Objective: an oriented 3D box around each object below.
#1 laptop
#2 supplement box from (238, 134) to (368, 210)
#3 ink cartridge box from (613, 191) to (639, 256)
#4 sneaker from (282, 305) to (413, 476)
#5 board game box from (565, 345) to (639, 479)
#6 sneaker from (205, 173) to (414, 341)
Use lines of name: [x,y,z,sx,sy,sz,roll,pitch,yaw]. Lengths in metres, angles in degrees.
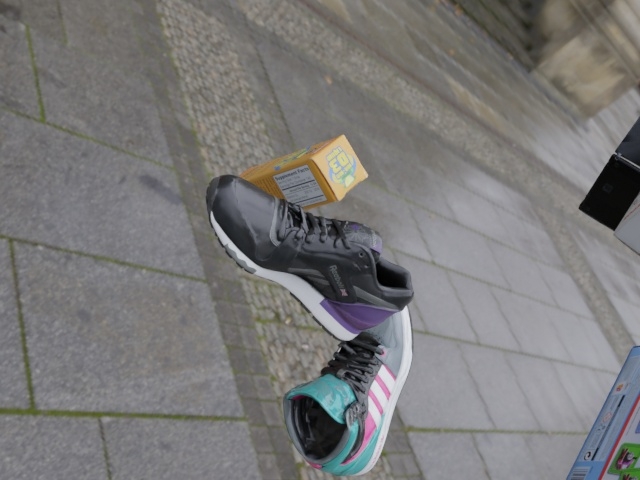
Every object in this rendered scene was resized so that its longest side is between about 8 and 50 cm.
laptop: [0.727,-0.124,1.579,0.234,0.264,0.136,36,50,18]
supplement box: [-0.042,-0.085,1.102,0.078,0.233,0.080,-42,111,-37]
ink cartridge box: [0.502,-0.080,0.998,0.087,0.153,0.208,38,59,9]
sneaker: [0.034,0.203,1.088,0.178,0.124,0.295,16,86,-57]
board game box: [0.263,0.130,0.508,0.039,0.211,0.160,39,68,-3]
sneaker: [0.000,0.000,0.849,0.283,0.124,0.107,40,35,-35]
